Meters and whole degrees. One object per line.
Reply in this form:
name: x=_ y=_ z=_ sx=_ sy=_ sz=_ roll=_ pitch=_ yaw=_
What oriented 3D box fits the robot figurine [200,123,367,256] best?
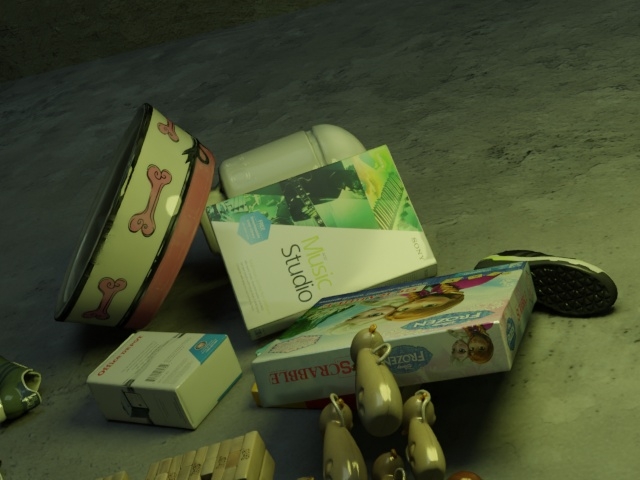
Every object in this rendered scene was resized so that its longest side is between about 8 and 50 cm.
robot figurine: x=-0.049 y=-0.087 z=2.022 sx=0.353 sy=0.199 sz=0.300 roll=-21 pitch=13 yaw=-2

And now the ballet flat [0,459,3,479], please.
ballet flat: x=-0.496 y=0.373 z=1.606 sx=0.079 sy=0.077 sz=0.221 roll=3 pitch=24 yaw=-9

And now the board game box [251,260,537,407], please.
board game box: x=0.110 y=0.117 z=1.475 sx=0.319 sy=0.066 sz=0.318 roll=-12 pitch=9 yaw=18

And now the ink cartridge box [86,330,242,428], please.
ink cartridge box: x=-0.239 y=0.210 z=1.712 sx=0.191 sy=0.082 sz=0.139 roll=-2 pitch=30 yaw=36

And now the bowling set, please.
bowling set: x=0.085 y=0.261 z=1.309 sx=0.200 sy=0.287 sz=0.154 roll=19 pitch=28 yaw=-18

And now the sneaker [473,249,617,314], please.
sneaker: x=0.330 y=0.043 z=1.616 sx=0.235 sy=0.084 sz=0.097 roll=9 pitch=31 yaw=41

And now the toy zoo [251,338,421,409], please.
toy zoo: x=0.028 y=0.176 z=1.639 sx=0.293 sy=0.030 sz=0.192 roll=-4 pitch=30 yaw=32

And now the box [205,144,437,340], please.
box: x=0.000 y=0.000 z=1.807 sx=0.322 sy=0.058 sz=0.232 roll=-19 pitch=67 yaw=-5

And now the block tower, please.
block tower: x=-0.218 y=0.343 z=1.393 sx=0.335 sy=0.091 sz=0.097 roll=-19 pitch=25 yaw=16

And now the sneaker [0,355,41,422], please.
sneaker: x=-0.514 y=0.243 z=1.885 sx=0.086 sy=0.064 sz=0.192 roll=-18 pitch=25 yaw=-11

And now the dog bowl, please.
dog bowl: x=-0.318 y=-0.025 z=1.946 sx=0.408 sy=0.150 sz=0.408 roll=-57 pitch=19 yaw=32
